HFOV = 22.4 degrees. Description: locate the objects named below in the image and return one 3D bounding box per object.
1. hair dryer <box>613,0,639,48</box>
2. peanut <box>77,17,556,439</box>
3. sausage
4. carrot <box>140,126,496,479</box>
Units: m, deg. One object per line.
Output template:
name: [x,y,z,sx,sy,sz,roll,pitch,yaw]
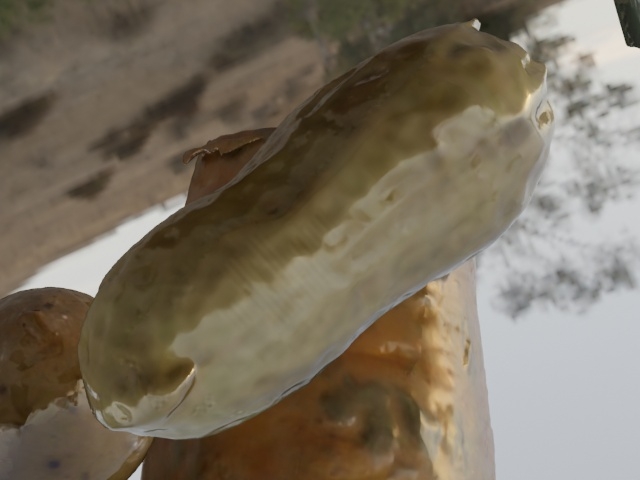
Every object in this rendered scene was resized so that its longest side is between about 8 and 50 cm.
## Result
hair dryer: [0.046,-0.102,0.457,0.154,0.106,0.054,-7,-164,-2]
peanut: [0.000,0.000,0.612,0.214,0.099,0.099,-43,-164,-14]
sausage: [-0.233,0.185,0.981,0.136,0.123,0.501,-2,147,-32]
carrot: [0.003,0.116,1.018,0.224,0.340,0.224,4,164,1]
